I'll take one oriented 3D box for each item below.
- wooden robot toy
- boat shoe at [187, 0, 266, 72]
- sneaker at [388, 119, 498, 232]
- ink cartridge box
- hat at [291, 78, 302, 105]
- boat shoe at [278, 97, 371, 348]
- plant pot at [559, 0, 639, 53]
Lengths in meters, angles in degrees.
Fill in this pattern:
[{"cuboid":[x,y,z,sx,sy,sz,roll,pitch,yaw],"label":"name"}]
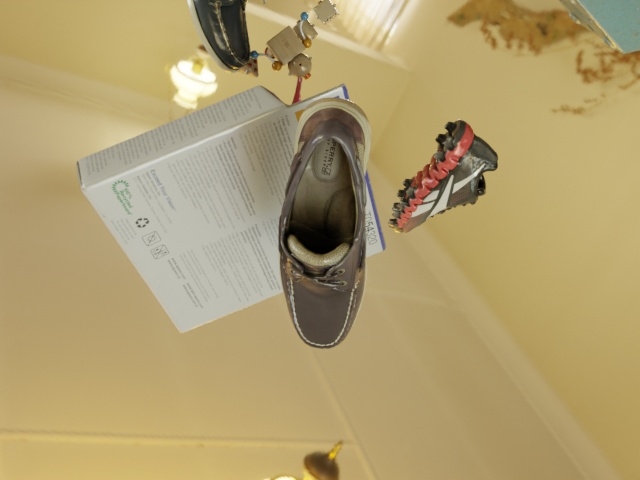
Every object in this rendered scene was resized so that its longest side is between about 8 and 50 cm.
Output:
[{"cuboid":[-0.035,-0.276,1.125,0.079,0.173,0.076,53,176,-7],"label":"wooden robot toy"},{"cuboid":[-0.134,-0.362,1.047,0.079,0.254,0.095,-12,-178,23],"label":"boat shoe"},{"cuboid":[0.234,-0.096,1.442,0.135,0.276,0.098,27,-140,-11],"label":"sneaker"},{"cuboid":[-0.097,-0.042,1.007,0.330,0.324,0.071,-23,-130,-4],"label":"ink cartridge box"},{"cuboid":[-0.067,-0.142,1.239,0.183,0.208,0.173,59,178,20],"label":"hat"},{"cuboid":[0.000,0.000,0.787,0.103,0.285,0.092,10,-152,7],"label":"boat shoe"},{"cuboid":[0.436,-0.409,1.034,0.247,0.252,0.248,32,-158,-31],"label":"plant pot"}]
